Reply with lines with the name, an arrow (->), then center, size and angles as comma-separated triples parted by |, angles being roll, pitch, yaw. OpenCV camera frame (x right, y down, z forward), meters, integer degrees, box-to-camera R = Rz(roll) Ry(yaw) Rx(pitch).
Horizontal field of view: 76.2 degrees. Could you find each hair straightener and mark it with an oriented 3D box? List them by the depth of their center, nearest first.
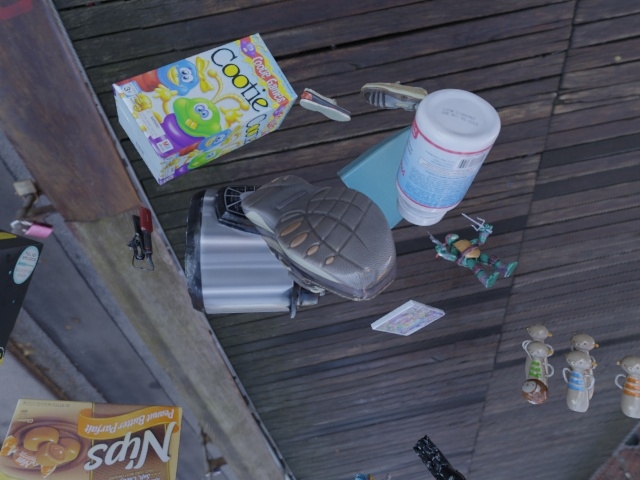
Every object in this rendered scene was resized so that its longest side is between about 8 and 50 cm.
hair straightener -> -0.527, 0.006, 1.206 | 0.089, 0.230, 0.047 | -39, 146, 18

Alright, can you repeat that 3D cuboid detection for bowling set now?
bowling set -> 0.548, 0.287, 0.917 | 0.200, 0.287, 0.153 | 5, 88, -33

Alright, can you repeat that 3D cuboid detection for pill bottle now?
pill bottle -> 0.139, -0.088, 0.485 | 0.087, 0.087, 0.160 | -5, 148, -7

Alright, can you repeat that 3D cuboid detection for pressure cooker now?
pressure cooker -> -0.163, 0.027, 1.212 | 0.422, 0.375, 0.368 | 1, 89, -9

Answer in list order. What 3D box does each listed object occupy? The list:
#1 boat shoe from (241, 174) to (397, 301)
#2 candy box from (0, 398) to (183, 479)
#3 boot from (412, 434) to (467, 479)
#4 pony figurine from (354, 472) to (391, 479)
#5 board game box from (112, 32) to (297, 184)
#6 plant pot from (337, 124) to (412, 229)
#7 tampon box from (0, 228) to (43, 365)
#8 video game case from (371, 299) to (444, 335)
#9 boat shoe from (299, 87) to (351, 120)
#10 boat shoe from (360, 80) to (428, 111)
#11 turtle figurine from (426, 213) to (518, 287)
boat shoe -> 0.000, 0.000, 0.591 | 0.133, 0.355, 0.130 | -32, 120, -12
candy box -> -0.454, 0.432, 0.823 | 0.317, 0.182, 0.087 | 15, 133, -26
boot -> 0.205, 0.384, 0.677 | 0.045, 0.099, 0.121 | -40, 133, -11
pony figurine -> 0.120, 0.597, 0.727 | 0.351, 0.364, 0.302 | -20, 107, -37
board game box -> -0.208, -0.242, 0.756 | 0.275, 0.142, 0.144 | -33, 93, -24
plant pot -> 0.184, -0.166, 0.966 | 0.234, 0.165, 0.165 | -39, 101, 7
tampon box -> -0.313, 0.064, 0.306 | 0.102, 0.120, 0.160 | 20, 93, -9
video game case -> 0.156, 0.139, 0.719 | 0.087, 0.011, 0.122 | -38, 144, 25
boat shoe -> 0.016, -0.344, 1.039 | 0.137, 0.043, 0.049 | 19, 167, -6
boat shoe -> 0.204, -0.406, 1.125 | 0.190, 0.072, 0.068 | 10, 156, -8
turtle figurine -> 0.425, 0.026, 1.163 | 0.175, 0.234, 0.118 | -36, 143, -9
